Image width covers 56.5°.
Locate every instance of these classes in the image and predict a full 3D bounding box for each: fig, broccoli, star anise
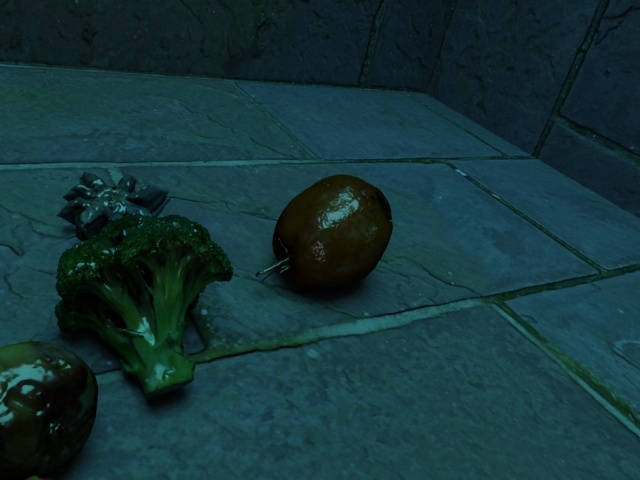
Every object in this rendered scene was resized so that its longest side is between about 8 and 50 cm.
[{"bbox_3d":[-0.371,0.174,0.691,0.231,0.143,0.160,30,50,21],"label":"fig"},{"bbox_3d":[-0.239,0.085,0.853,0.254,0.268,0.269,-8,37,-28],"label":"broccoli"},{"bbox_3d":[-0.394,-0.059,1.134,0.229,0.092,0.236,20,28,10],"label":"star anise"}]

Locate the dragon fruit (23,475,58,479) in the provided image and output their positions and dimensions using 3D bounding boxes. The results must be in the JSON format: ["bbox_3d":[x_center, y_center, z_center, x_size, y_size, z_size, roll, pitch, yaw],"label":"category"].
[{"bbox_3d":[-0.283,0.282,0.607,0.116,0.086,0.081,-12,34,-35],"label":"dragon fruit"}]

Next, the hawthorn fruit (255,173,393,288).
[{"bbox_3d":[0.000,0.000,1.130,0.299,0.211,0.211,-28,50,-35],"label":"hawthorn fruit"}]
